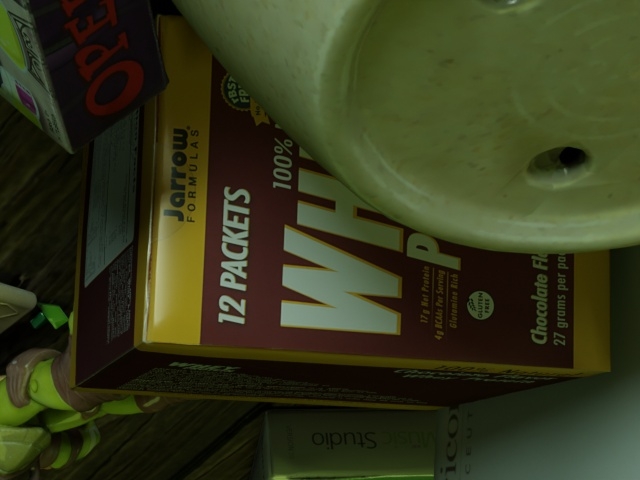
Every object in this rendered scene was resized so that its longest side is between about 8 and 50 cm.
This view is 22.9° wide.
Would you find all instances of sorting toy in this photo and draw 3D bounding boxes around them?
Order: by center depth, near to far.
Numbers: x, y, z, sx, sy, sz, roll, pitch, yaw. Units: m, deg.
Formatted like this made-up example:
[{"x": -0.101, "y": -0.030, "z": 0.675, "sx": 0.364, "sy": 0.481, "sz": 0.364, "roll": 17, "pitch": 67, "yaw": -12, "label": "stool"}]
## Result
[{"x": -0.186, "y": 0.040, "z": 0.887, "sx": 0.083, "sy": 0.012, "sz": 0.062, "roll": 20, "pitch": 140, "yaw": -33, "label": "sorting toy"}]

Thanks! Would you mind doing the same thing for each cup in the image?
[{"x": 0.067, "y": -0.138, "z": 0.482, "sx": 0.331, "sy": 0.237, "sz": 0.331, "roll": -4, "pitch": 145, "yaw": -3, "label": "cup"}]

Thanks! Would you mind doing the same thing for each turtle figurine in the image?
[{"x": -0.187, "y": 0.095, "z": 0.873, "sx": 0.217, "sy": 0.087, "sz": 0.269, "roll": -23, "pitch": 148, "yaw": 27, "label": "turtle figurine"}]

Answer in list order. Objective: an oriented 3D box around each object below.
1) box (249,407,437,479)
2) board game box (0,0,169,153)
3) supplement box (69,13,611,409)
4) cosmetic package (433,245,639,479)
[{"x": 0.055, "y": 0.220, "z": 1.148, "sx": 0.232, "sy": 0.058, "sz": 0.322, "roll": 1, "pitch": 146, "yaw": -11, "label": "box"}, {"x": -0.144, "y": -0.193, "z": 0.413, "sx": 0.056, "sy": 0.208, "sz": 0.347, "roll": -36, "pitch": 150, "yaw": -20, "label": "board game box"}, {"x": 0.000, "y": 0.000, "z": 0.700, "sx": 0.191, "sy": 0.129, "sz": 0.194, "roll": 5, "pitch": 168, "yaw": -16, "label": "supplement box"}, {"x": 0.209, "y": 0.049, "z": 0.638, "sx": 0.161, "sy": 0.230, "sz": 0.453, "roll": 8, "pitch": 166, "yaw": -19, "label": "cosmetic package"}]
